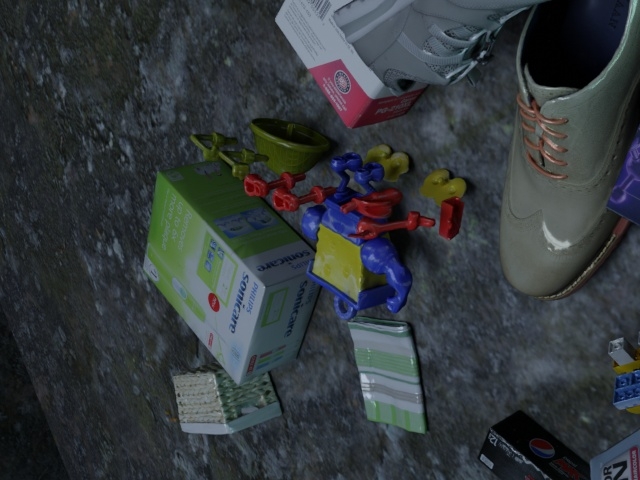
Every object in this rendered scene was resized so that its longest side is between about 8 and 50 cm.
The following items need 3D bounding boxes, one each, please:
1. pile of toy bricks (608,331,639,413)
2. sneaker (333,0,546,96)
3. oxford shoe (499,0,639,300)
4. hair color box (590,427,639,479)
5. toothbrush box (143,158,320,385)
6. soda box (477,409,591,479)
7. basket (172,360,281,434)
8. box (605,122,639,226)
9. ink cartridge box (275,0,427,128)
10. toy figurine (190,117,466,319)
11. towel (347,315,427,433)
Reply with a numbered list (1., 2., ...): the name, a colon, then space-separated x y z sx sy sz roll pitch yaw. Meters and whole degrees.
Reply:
1. pile of toy bricks: 0.357 0.121 0.664 0.105 0.118 0.212 43 134 -17
2. sneaker: 0.123 -0.188 0.665 0.115 0.105 0.281 58 161 -16
3. oxford shoe: 0.212 -0.111 0.696 0.140 0.146 0.397 32 127 39
4. hair color box: 0.379 0.146 0.520 0.185 0.113 0.374 31 130 -8
5. toothbrush box: -0.141 0.041 1.206 0.283 0.122 0.206 44 134 29
6. soda box: 0.257 0.264 0.858 0.169 0.060 0.053 39 130 36
7. basket: -0.162 0.259 1.324 0.167 0.113 0.103 -14 89 52
8. box: 0.336 -0.085 0.587 0.153 0.108 0.207 36 129 36
9. ink cartridge box: 0.073 -0.264 0.842 0.172 0.100 0.237 58 140 16
10. toy figurine: 0.000 0.000 0.976 0.362 0.191 0.217 30 130 42
11. towel: 0.088 0.180 1.060 0.113 0.023 0.152 2 106 51
